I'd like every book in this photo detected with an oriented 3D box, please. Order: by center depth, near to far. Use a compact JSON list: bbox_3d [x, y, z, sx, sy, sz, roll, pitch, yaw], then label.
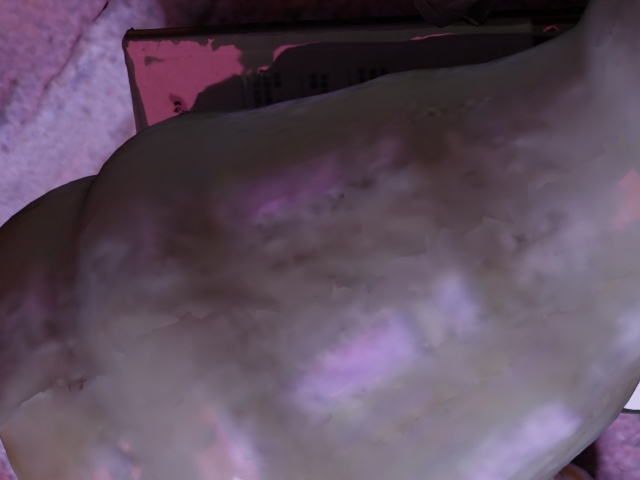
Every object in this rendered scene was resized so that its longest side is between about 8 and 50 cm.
[{"bbox_3d":[0.050,-0.009,0.760,0.289,0.026,0.201,1,111,17],"label":"book"}]

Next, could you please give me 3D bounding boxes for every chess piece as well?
[{"bbox_3d":[0.098,-0.017,0.612,0.442,0.234,0.234,-31,109,22],"label":"chess piece"}]

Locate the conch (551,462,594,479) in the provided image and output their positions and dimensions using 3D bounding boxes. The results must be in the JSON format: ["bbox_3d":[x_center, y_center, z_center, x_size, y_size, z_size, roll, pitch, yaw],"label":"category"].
[{"bbox_3d":[0.039,0.134,0.866,0.255,0.127,0.158,21,133,9],"label":"conch"}]

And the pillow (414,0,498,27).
[{"bbox_3d":[0.027,-0.236,0.575,0.283,0.138,0.310,33,135,-14],"label":"pillow"}]
